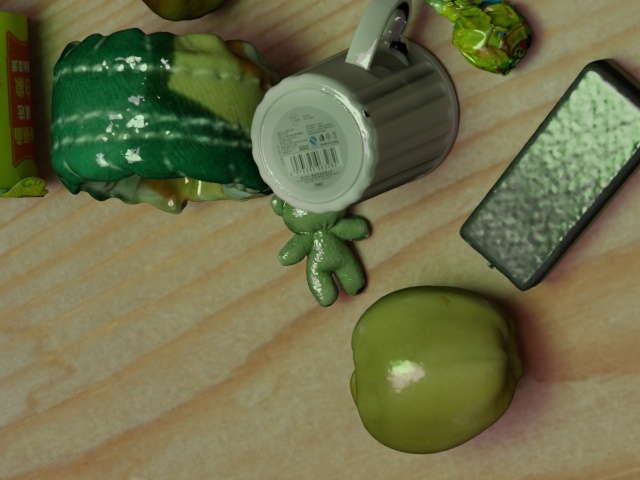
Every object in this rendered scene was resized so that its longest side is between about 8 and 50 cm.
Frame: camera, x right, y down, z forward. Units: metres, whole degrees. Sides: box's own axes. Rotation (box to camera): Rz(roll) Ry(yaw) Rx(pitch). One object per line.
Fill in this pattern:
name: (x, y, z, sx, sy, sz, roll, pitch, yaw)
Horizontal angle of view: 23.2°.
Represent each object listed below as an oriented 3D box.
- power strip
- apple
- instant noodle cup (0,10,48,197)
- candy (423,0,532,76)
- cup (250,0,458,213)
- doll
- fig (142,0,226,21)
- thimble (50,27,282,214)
power strip: (0.254, -0.064, 1.644, 0.105, 0.070, 0.256, 44, 117, 15)
apple: (0.119, 0.136, 1.698, 0.200, 0.200, 0.200, 7, 105, 27)
instant noodle cup: (-0.476, -0.174, 1.898, 0.311, 0.311, 0.221, 8, 97, 27)
candy: (0.115, -0.267, 1.678, 0.262, 0.077, 0.073, 39, 115, 24)
cup: (0.029, -0.146, 1.665, 0.167, 0.202, 0.221, -7, 102, 29)
doll: (0.000, 0.000, 1.794, 0.115, 0.077, 0.150, -18, 101, -14)
fig: (-0.146, -0.328, 1.762, 0.166, 0.144, 0.154, -21, 55, 23)
thimble: (-0.168, -0.127, 1.734, 0.254, 0.288, 0.167, 1, 83, 3)
